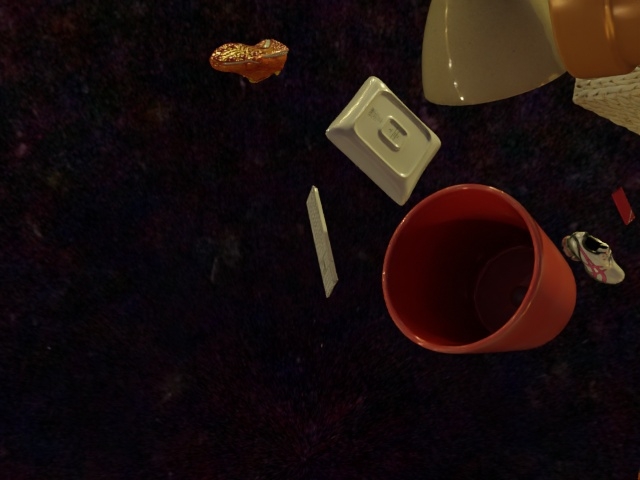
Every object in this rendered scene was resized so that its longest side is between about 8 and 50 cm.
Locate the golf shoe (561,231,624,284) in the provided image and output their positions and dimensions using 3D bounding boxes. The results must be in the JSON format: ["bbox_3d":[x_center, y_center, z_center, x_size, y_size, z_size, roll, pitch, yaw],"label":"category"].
[{"bbox_3d":[0.697,0.047,1.731,0.186,0.086,0.067,35,64,-10],"label":"golf shoe"}]

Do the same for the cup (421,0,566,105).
[{"bbox_3d":[0.364,-0.470,1.511,0.331,0.331,0.236,-22,116,-8],"label":"cup"}]

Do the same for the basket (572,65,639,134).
[{"bbox_3d":[0.827,-0.415,1.620,0.331,0.328,0.266,14,86,-31],"label":"basket"}]

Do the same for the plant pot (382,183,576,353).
[{"bbox_3d":[0.282,0.069,1.140,0.275,0.243,0.274,-16,65,38],"label":"plant pot"}]

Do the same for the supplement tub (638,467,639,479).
[{"bbox_3d":[0.637,0.436,1.226,0.117,0.190,0.116,-3,77,11],"label":"supplement tub"}]

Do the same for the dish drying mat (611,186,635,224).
[{"bbox_3d":[0.673,-0.076,1.533,0.032,0.008,0.083,-37,109,-13],"label":"dish drying mat"}]

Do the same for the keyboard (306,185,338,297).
[{"bbox_3d":[0.000,0.000,1.552,0.014,0.072,0.256,1,58,-22],"label":"keyboard"}]

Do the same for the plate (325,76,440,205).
[{"bbox_3d":[0.182,-0.273,1.811,0.278,0.045,0.277,42,55,-10],"label":"plate"}]

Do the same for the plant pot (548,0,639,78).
[{"bbox_3d":[0.407,-0.338,0.795,0.204,0.291,0.290,8,69,36],"label":"plant pot"}]

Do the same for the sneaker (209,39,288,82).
[{"bbox_3d":[-0.112,-0.283,1.121,0.064,0.067,0.175,35,32,24],"label":"sneaker"}]
